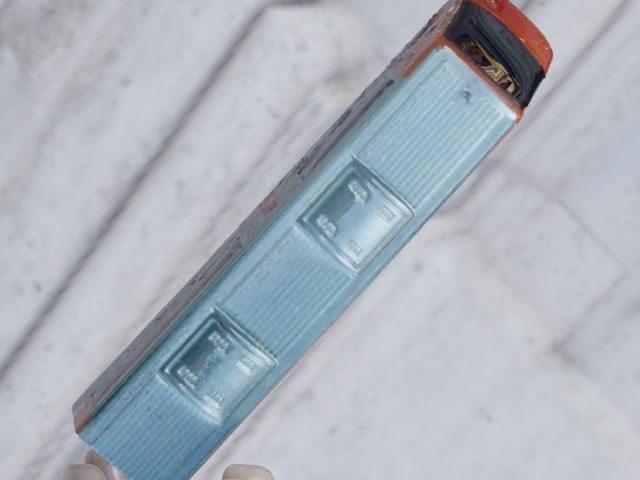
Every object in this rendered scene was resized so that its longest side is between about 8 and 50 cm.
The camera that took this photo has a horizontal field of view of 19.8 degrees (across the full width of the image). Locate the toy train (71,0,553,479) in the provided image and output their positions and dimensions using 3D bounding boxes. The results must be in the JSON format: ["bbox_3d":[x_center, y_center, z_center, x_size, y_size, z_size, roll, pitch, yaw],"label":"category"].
[{"bbox_3d":[0.000,0.000,1.227,0.409,0.086,0.089,-47,-166,5],"label":"toy train"}]

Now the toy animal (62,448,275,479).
[{"bbox_3d":[-0.160,0.296,1.412,0.237,0.326,0.269,4,89,-77],"label":"toy animal"}]
